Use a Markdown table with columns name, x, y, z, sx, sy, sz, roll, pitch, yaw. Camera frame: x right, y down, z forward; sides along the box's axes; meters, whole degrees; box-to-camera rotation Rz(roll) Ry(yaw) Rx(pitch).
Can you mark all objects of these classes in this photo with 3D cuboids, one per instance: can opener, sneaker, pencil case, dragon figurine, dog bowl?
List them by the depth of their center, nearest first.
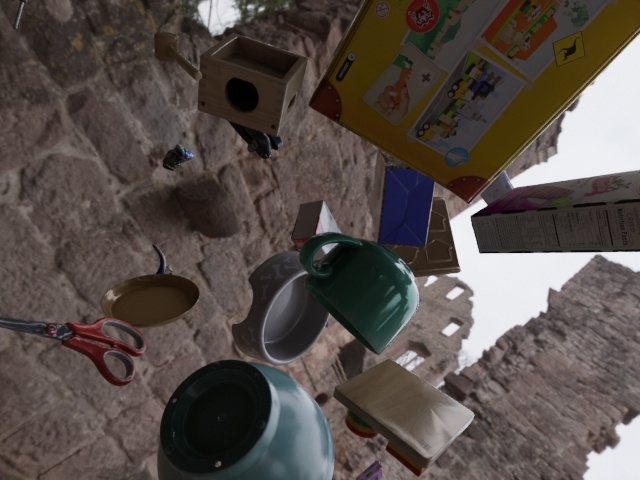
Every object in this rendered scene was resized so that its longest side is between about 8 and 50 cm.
| name | x | y | z | sx | sy | sz | roll | pitch | yaw |
| --- | --- | --- | --- | --- | --- | --- | --- | --- | --- |
| can opener | -0.172 | -0.259 | 0.957 | 0.186 | 0.073 | 0.059 | 43 | -47 | 5 |
| dog bowl | -0.096 | 0.212 | 1.258 | 0.102 | 0.348 | 0.349 | 22 | -40 | 38 |
| sneaker | -0.472 | -0.265 | 1.382 | 0.067 | 0.078 | 0.188 | 34 | -18 | -31 |
| dragon figurine | -0.548 | 0.153 | 1.398 | 0.085 | 0.143 | 0.289 | 46 | -28 | 34 |
| pencil case | 0.649 | -0.161 | 1.505 | 0.273 | 0.124 | 0.113 | 60 | 16 | 8 |

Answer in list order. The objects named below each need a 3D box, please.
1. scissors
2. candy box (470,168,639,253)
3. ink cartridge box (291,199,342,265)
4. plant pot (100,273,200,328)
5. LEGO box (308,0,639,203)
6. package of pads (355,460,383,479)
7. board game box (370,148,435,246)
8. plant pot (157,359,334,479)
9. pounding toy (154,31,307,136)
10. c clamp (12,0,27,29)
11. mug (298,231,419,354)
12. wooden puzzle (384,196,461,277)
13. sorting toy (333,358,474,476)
| name | x | y | z | sx | sy | sz | roll | pitch | yaw |
| --- | --- | --- | --- | --- | --- | --- | --- | --- | --- |
| scissors | -0.387 | 0.130 | 0.629 | 0.297 | 0.021 | 0.109 | 45 | 27 | -41 |
| candy box | 0.367 | -0.041 | 0.615 | 0.233 | 0.159 | 0.071 | -3 | -71 | 53 |
| ink cartridge box | 0.000 | 0.000 | 0.869 | 0.056 | 0.099 | 0.135 | -8 | -43 | 24 |
| plant pot | -0.432 | 0.157 | 1.081 | 0.236 | 0.236 | 0.033 | 36 | -52 | 47 |
| LEGO box | 0.264 | -0.365 | 0.702 | 0.372 | 0.193 | 0.500 | 28 | -52 | -12 |
| package of pads | 0.141 | 0.673 | 1.197 | 0.032 | 0.083 | 0.050 | 29 | -42 | 48 |
| board game box | 0.245 | -0.141 | 1.300 | 0.291 | 0.140 | 0.233 | -83 | 177 | -68 |
| plant pot | -0.136 | 0.317 | 0.679 | 0.293 | 0.292 | 0.197 | 39 | -26 | 42 |
| pounding toy | -0.145 | -0.231 | 0.623 | 0.205 | 0.181 | 0.094 | 18 | -49 | 0 |
| c clamp | -0.560 | -0.448 | 0.683 | 0.160 | 0.138 | 0.022 | 22 | -19 | -32 |
| mug | 0.053 | 0.054 | 0.503 | 0.129 | 0.097 | 0.158 | 40 | -11 | 24 |
| wooden puzzle | 0.388 | -0.011 | 1.731 | 0.080 | 0.321 | 0.349 | 117 | -33 | -66 |
| sorting toy | 0.193 | 0.421 | 1.010 | 0.255 | 0.257 | 0.090 | 27 | -70 | 35 |
